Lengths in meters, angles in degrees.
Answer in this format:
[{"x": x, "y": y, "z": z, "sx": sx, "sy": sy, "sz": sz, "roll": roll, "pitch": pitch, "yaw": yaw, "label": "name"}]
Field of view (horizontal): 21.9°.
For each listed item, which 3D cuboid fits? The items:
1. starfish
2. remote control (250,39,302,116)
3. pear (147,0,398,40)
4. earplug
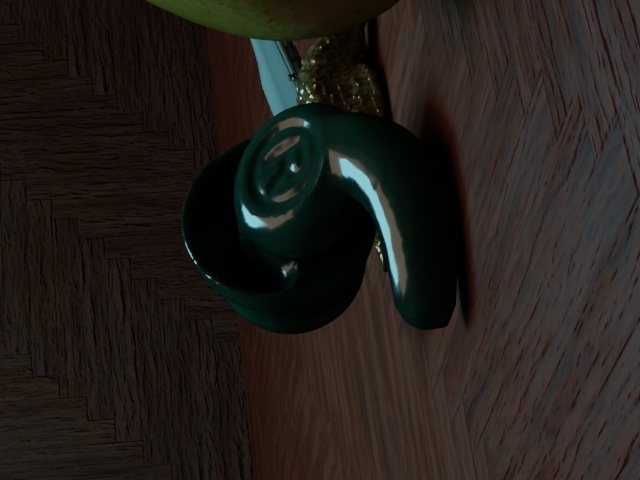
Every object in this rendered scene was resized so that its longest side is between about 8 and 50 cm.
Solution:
[{"x": 0.013, "y": -0.102, "z": 1.556, "sx": 0.301, "sy": 0.084, "sz": 0.293, "roll": 114, "pitch": 153, "yaw": -65, "label": "starfish"}, {"x": -0.047, "y": -0.193, "z": 1.753, "sx": 0.103, "sy": 0.051, "sz": 0.293, "roll": -97, "pitch": -14, "yaw": -66, "label": "remote control"}, {"x": -0.051, "y": -0.294, "z": 1.190, "sx": 0.309, "sy": 0.309, "sz": 0.309, "roll": 176, "pitch": 90, "yaw": -82, "label": "pear"}, {"x": 0.007, "y": -0.003, "z": 1.359, "sx": 0.280, "sy": 0.257, "sz": 0.164, "roll": 90, "pitch": -155, "yaw": -63, "label": "earplug"}]
